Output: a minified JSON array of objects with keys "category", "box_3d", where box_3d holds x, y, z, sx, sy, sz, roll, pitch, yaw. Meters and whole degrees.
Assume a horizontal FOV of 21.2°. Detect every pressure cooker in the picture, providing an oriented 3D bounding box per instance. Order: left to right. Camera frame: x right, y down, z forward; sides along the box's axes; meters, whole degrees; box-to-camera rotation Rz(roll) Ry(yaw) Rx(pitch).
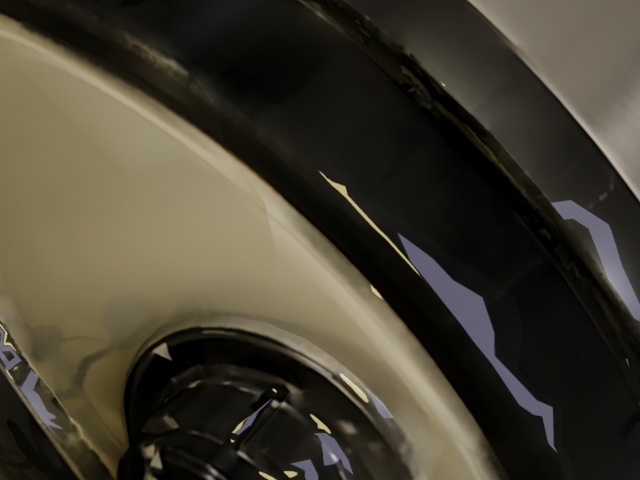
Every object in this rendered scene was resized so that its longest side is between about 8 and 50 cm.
[{"category":"pressure cooker","box_3d":[0.003,-0.003,0.540,0.420,0.370,0.375,-44,152,-38]}]
